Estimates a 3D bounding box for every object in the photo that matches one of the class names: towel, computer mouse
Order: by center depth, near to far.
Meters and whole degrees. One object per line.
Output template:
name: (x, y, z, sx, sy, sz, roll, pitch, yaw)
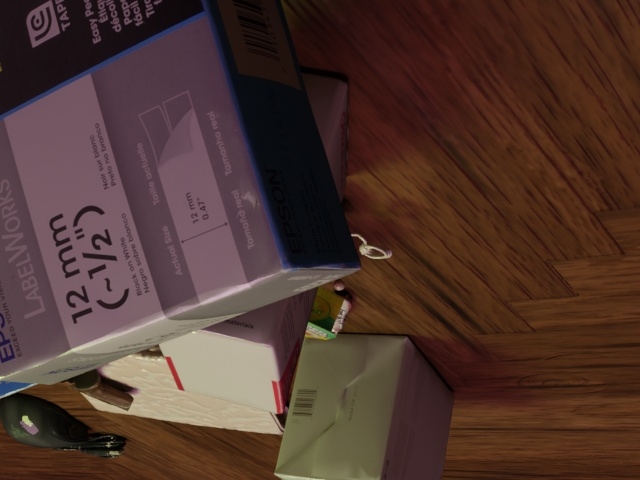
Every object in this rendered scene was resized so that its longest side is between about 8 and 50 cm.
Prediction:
towel: (-0.229, 0.212, 1.622, 0.332, 0.053, 0.317, 7, 153, 13)
computer mouse: (-0.520, 0.375, 2.071, 0.188, 0.072, 0.272, 0, 152, 27)

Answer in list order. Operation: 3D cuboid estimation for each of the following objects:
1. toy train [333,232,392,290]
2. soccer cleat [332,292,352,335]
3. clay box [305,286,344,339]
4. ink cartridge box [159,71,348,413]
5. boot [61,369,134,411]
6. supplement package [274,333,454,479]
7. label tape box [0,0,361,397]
toy train: (0.000, 0.000, 1.090, 0.125, 0.046, 0.166, 22, 156, -22)
soccer cleat: (0.019, 0.089, 1.270, 0.029, 0.035, 0.083, 13, 155, -1)
clay box: (-0.064, 0.057, 1.147, 0.127, 0.053, 0.222, 27, 168, -19)
ink cartridge box: (-0.050, -0.001, 0.884, 0.100, 0.237, 0.172, 12, 155, 7)
boot: (-0.313, 0.222, 1.576, 0.114, 0.037, 0.106, 35, 159, -33)
supplement package: (0.063, 0.250, 1.397, 0.149, 0.194, 0.203, 0, 151, 26)
label tape box: (-0.174, -0.042, 0.728, 0.348, 0.249, 0.115, -21, 172, 23)
